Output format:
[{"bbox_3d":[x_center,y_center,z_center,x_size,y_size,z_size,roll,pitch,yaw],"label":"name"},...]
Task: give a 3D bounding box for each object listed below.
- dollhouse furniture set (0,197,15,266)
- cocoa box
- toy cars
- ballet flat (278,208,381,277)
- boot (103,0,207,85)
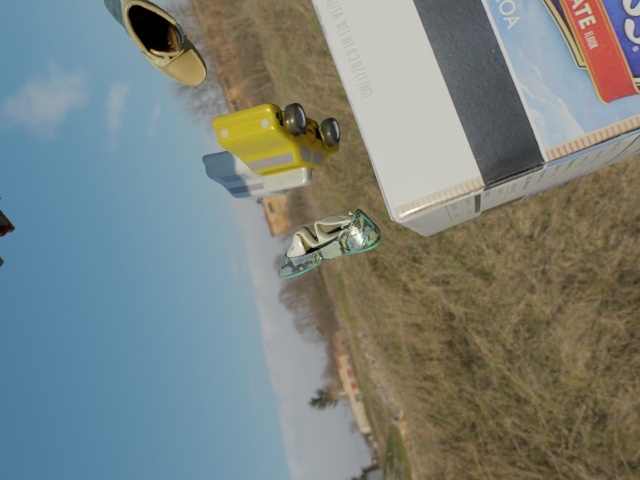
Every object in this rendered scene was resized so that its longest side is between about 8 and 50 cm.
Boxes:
[{"bbox_3d":[-0.547,0.022,0.774,0.259,0.261,0.135,-76,-24,-45],"label":"dollhouse furniture set"},{"bbox_3d":[0.118,-0.204,0.449,0.231,0.227,0.347,3,-113,-75],"label":"cocoa box"},{"bbox_3d":[-0.071,-0.100,0.802,0.393,0.176,0.087,166,99,-75],"label":"toy cars"},{"bbox_3d":[0.000,0.000,0.831,0.070,0.188,0.070,33,-134,-42],"label":"ballet flat"},{"bbox_3d":[-0.304,-0.388,1.137,0.262,0.095,0.203,47,179,-42],"label":"boot"}]
